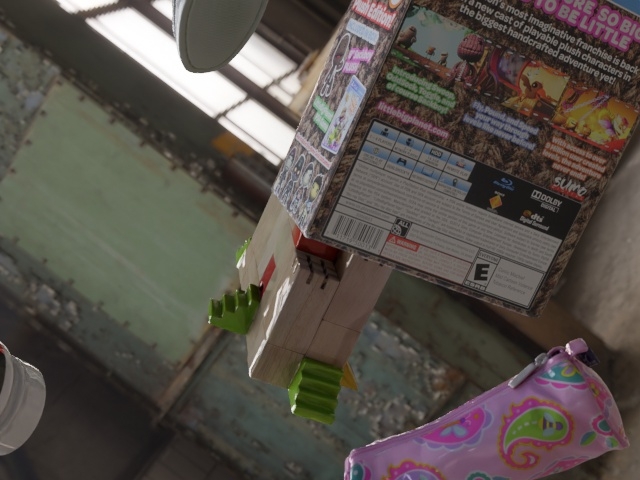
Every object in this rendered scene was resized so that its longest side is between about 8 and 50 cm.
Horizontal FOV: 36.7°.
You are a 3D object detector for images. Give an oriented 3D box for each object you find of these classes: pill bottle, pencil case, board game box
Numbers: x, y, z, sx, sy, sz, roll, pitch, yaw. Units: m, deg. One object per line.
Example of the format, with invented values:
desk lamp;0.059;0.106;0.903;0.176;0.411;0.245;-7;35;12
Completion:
pill bottle;-0.512;0.179;1.268;0.161;0.161;0.283;-53;-42;-1
pencil case;0.164;0.208;0.976;0.284;0.124;0.124;-30;4;12
board game box;0.127;-0.117;0.820;0.291;0.232;0.141;-65;22;12

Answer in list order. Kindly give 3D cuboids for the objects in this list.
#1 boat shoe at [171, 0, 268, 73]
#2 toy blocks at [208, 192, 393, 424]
boat shoe;-0.111;-0.327;1.059;0.114;0.091;0.302;-11;-41;-38
toy blocks;0.000;0.000;1.164;0.381;0.190;0.261;-108;40;-66
